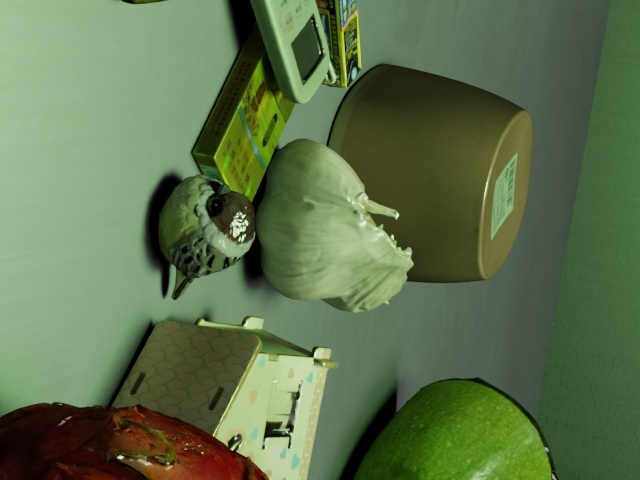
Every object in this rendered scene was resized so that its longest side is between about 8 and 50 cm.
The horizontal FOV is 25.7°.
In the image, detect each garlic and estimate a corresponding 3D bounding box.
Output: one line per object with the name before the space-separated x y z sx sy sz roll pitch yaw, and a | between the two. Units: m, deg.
garlic | 0.000 0.000 1.608 0.143 0.178 0.229 -35 121 -18

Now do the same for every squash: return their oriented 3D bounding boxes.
squash | 0.151 0.390 2.127 0.309 0.310 0.310 -16 118 -47

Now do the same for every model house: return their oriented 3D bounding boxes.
model house | -0.127 0.236 1.418 0.244 0.169 0.326 12 88 -62

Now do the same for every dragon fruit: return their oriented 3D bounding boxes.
dragon fruit | -0.166 0.268 1.124 0.302 0.295 0.295 45 55 -33

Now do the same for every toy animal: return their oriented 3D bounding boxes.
toy animal | -0.111 0.004 1.397 0.098 0.098 0.137 -36 135 -61

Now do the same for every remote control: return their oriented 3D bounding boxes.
remote control | -0.050 -0.276 1.430 0.090 0.038 0.309 -59 145 -39

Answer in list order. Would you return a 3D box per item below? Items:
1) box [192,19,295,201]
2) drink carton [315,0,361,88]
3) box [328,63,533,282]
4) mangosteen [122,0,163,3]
box | -0.074 -0.135 1.511 0.121 0.030 0.193 69 39 -57
drink carton | 0.002 -0.255 1.582 0.056 0.071 0.165 -52 147 -43
box | 0.152 -0.081 1.880 0.301 0.216 0.301 11 90 -72
mangosteen | -0.055 -0.305 1.109 0.306 0.306 0.359 -41 159 -58
